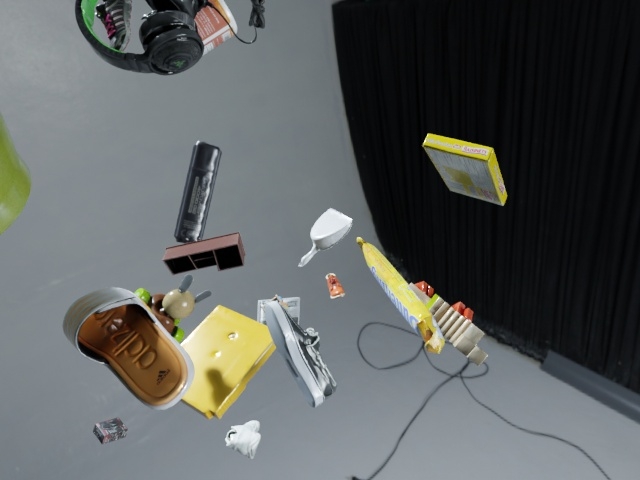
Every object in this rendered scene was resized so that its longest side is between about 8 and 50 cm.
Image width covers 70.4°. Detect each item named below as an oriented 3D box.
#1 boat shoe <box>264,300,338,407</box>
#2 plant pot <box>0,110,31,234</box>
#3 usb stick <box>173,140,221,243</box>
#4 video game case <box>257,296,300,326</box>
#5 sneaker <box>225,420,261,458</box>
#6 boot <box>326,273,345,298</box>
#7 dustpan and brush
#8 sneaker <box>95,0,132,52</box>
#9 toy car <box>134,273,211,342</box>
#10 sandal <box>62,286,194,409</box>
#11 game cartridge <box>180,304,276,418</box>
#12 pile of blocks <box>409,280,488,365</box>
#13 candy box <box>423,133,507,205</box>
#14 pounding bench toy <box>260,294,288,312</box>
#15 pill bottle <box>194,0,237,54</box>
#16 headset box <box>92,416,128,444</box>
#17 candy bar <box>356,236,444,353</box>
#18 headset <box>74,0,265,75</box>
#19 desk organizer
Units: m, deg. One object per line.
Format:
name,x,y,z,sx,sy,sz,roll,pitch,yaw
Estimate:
boat shoe,-0.047,0.291,1.230,0.104,0.307,0.113,-27,-4,-28
plant pot,-0.581,-0.149,0.569,0.365,0.353,0.367,-1,55,2
usb stick,-0.329,-0.127,1.218,0.077,0.279,0.045,13,-4,-25
video game case,-0.161,0.312,1.756,0.190,0.174,0.022,1,1,-41
sneaker,-0.154,0.384,0.900,0.061,0.054,0.152,20,-15,-5
boot,0.055,0.184,1.834,0.059,0.085,0.158,-20,13,-7
dustpan and brush,0.000,0.000,1.443,0.211,0.060,0.147,-40,34,-12
sneaker,-0.493,-0.516,1.070,0.063,0.171,0.074,-11,-15,42
toy car,-0.414,0.176,1.298,0.188,0.155,0.149,-39,38,4
sandal,-0.261,0.114,0.586,0.265,0.076,0.102,22,61,35
game cartridge,-0.319,0.367,1.412,0.285,0.053,0.324,16,49,32
pile of blocks,0.400,0.235,1.403,0.113,0.149,0.362,-51,40,5
candy box,0.247,-0.113,0.757,0.105,0.027,0.205,20,-4,30
pounding bench toy,-0.122,0.211,1.328,0.065,0.052,0.083,-36,69,-13
pill bottle,-0.343,-0.557,1.217,0.216,0.121,0.121,-36,33,-7
headset box,-0.638,0.575,1.369,0.062,0.032,0.083,28,12,34
candy bar,0.066,0.042,0.403,0.018,0.040,0.161,-28,27,0
headset,-0.315,-0.490,0.961,0.393,0.244,0.185,0,-10,-8
desk organizer,-0.196,0.028,0.772,0.130,0.047,0.050,-12,23,-4
